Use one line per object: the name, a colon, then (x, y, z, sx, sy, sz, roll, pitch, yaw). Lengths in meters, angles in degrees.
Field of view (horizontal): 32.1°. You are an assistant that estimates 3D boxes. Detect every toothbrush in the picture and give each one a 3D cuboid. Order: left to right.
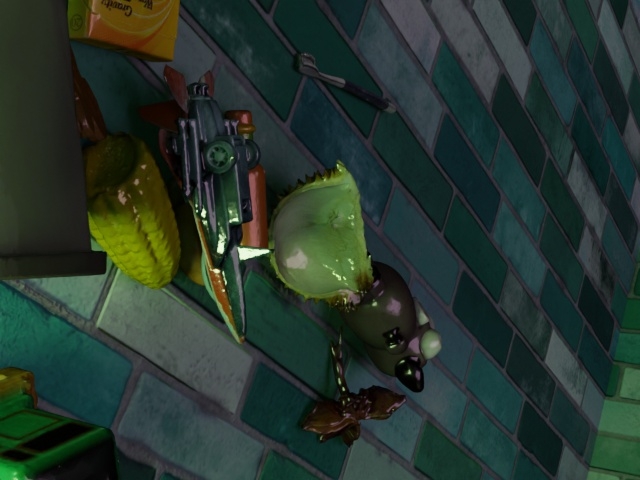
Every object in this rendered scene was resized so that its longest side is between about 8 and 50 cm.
toothbrush: (0.042, -0.235, 1.692, 0.288, 0.024, 0.026, 15, 68, -57)

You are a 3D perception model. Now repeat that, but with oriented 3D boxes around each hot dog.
hot dog: (-0.156, -0.012, 1.377, 0.090, 0.060, 0.140, -58, 147, -42)

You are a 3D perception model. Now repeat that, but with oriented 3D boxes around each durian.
durian: (0.000, 0.000, 1.553, 0.144, 0.139, 0.252, -33, 123, -47)

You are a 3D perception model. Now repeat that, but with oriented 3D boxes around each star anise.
star anise: (0.030, 0.235, 1.731, 0.140, 0.144, 0.158, -43, 145, 19)

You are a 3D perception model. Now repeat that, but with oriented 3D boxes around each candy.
candy: (-0.207, -0.020, 1.259, 0.199, 0.094, 0.106, 71, 33, -43)

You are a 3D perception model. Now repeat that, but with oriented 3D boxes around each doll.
doll: (0.102, 0.120, 1.742, 0.257, 0.117, 0.182, 54, 10, -36)

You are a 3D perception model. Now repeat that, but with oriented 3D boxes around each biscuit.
biscuit: (-0.263, -0.165, 1.139, 0.205, 0.031, 0.138, 69, 1, -65)

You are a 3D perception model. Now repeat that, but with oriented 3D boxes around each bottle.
bottle: (-0.103, -0.075, 1.438, 0.069, 0.069, 0.187, -12, 104, -57)

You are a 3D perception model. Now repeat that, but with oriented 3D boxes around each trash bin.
trash bin: (-0.316, -0.091, 0.959, 0.220, 0.219, 0.250, -2, 90, -59)

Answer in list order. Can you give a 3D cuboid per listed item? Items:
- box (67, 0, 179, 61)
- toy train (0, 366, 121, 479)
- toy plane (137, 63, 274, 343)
box: (-0.210, -0.345, 1.244, 0.152, 0.044, 0.269, 3, 92, -58)
toy train: (-0.342, 0.238, 0.927, 0.429, 0.249, 0.178, -20, 113, -56)
toy plane: (-0.116, -0.042, 1.295, 0.223, 0.104, 0.326, -21, 93, -74)
